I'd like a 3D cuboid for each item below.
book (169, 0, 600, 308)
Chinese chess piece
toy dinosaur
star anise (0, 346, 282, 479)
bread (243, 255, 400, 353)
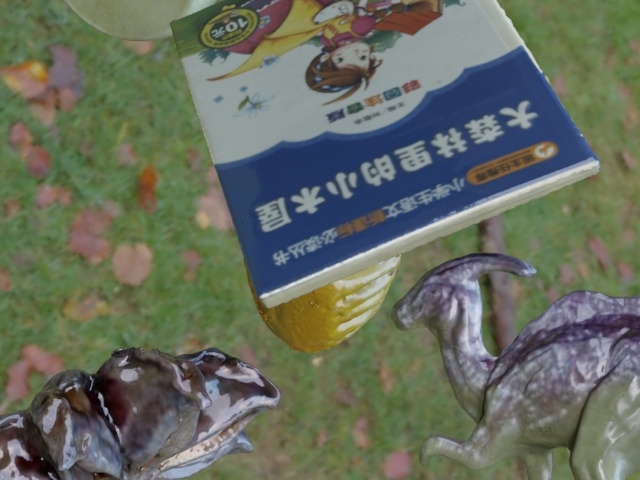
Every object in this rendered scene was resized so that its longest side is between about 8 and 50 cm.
[{"bbox_3d":[0.028,-0.105,0.988,0.322,0.228,0.018,-112,179,-47],"label":"book"},{"bbox_3d":[-0.236,-0.380,1.847,0.250,0.250,0.101,55,37,-10],"label":"Chinese chess piece"},{"bbox_3d":[0.167,0.107,0.892,0.077,0.294,0.162,-8,111,-70],"label":"toy dinosaur"},{"bbox_3d":[-0.151,0.136,0.973,0.223,0.236,0.109,-29,72,-26],"label":"star anise"},{"bbox_3d":[-0.004,0.002,1.558,0.139,0.240,0.240,-8,74,-24],"label":"bread"}]
